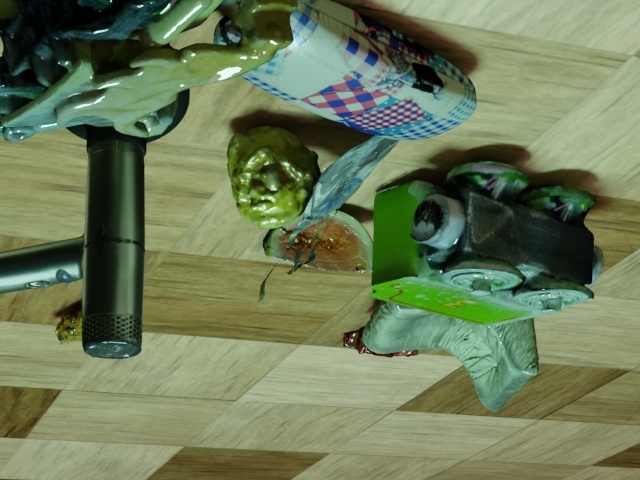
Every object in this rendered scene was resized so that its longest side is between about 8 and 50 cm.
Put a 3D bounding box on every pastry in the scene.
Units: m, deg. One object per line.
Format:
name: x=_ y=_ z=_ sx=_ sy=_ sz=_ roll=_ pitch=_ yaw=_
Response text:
pastry: x=-0.341 y=0.124 z=2.172 sx=0.080 sy=0.056 sz=0.140 roll=3 pitch=157 yaw=-44

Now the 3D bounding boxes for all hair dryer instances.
hair dryer: x=-0.303 y=-0.040 z=1.513 sx=0.284 sy=0.320 sz=0.155 roll=5 pitch=158 yaw=7

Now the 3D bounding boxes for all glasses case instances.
glasses case: x=0.031 y=-0.178 z=1.491 sx=0.125 sy=0.076 sz=0.327 roll=-22 pitch=150 yaw=40

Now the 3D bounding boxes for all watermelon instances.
watermelon: x=0.003 y=-0.014 z=1.890 sx=0.163 sy=0.087 sz=0.069 roll=9 pitch=124 yaw=-21

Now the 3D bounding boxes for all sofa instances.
sofa: x=0.196 y=0.153 z=2.165 sx=0.225 sy=0.176 sz=0.210 roll=2 pitch=157 yaw=-13

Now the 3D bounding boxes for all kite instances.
kite: x=-0.002 y=-0.029 z=1.713 sx=0.169 sy=0.015 sz=0.310 roll=-30 pitch=161 yaw=-47

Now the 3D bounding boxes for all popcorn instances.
popcorn: x=-0.054 y=-0.075 z=1.663 sx=0.106 sy=0.120 sz=0.116 roll=-5 pitch=149 yaw=7

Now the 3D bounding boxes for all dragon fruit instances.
dragon fruit: x=0.101 y=0.173 z=2.342 sx=0.131 sy=0.063 sz=0.097 roll=-6 pitch=157 yaw=7

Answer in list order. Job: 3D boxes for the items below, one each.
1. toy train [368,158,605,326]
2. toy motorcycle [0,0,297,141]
toy train: x=0.209 y=0.010 z=1.858 sx=0.307 sy=0.173 sz=0.249 roll=15 pitch=159 yaw=-38
toy motorcycle: x=-0.184 y=-0.187 z=1.301 sx=0.237 sy=0.168 sz=0.410 roll=-8 pitch=167 yaw=-37
